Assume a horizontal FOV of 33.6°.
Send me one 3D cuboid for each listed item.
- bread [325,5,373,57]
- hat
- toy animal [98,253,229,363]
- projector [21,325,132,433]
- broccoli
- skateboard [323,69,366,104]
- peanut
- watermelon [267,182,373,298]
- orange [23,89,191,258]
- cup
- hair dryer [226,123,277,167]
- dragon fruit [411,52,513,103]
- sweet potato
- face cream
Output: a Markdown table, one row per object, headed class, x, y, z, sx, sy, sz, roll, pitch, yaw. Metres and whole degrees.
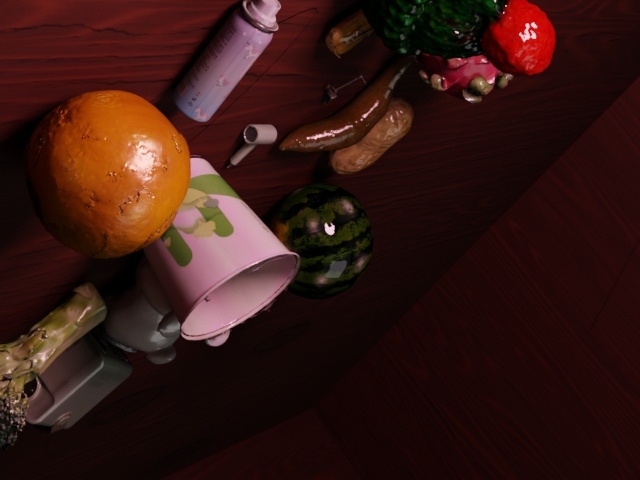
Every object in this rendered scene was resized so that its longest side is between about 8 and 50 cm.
| class | x | y | z | sx | sy | sz | roll | pitch | yaw |
| --- | --- | --- | --- | --- | --- | --- | --- | --- | --- |
| bread | 0.058 | -0.370 | 1.869 | 0.106 | 0.053 | 0.072 | -39 | 167 | -11 |
| hat | 0.230 | -0.377 | 1.716 | 0.242 | 0.332 | 0.274 | -34 | 160 | -17 |
| toy animal | -0.304 | 0.121 | 2.138 | 0.182 | 0.247 | 0.310 | 22 | 147 | -38 |
| projector | -0.537 | 0.280 | 2.200 | 0.242 | 0.163 | 0.177 | -40 | 161 | 1 |
| broccoli | -0.551 | 0.219 | 1.988 | 0.361 | 0.221 | 0.252 | -46 | 171 | -8 |
| skateboard | 0.045 | -0.297 | 2.077 | 0.083 | 0.032 | 0.064 | -30 | 171 | -16 |
| peanut | 0.103 | -0.224 | 2.267 | 0.226 | 0.095 | 0.108 | -42 | 147 | 26 |
| watermelon | -0.004 | 0.002 | 2.386 | 0.269 | 0.269 | 0.269 | -33 | 162 | -12 |
| orange | -0.306 | -0.096 | 1.544 | 0.246 | 0.246 | 0.246 | -33 | 162 | -12 |
| cup | -0.209 | 0.008 | 1.945 | 0.253 | 0.274 | 0.253 | -31 | 160 | -12 |
| hair dryer | -0.143 | -0.177 | 2.017 | 0.124 | 0.038 | 0.063 | -39 | 163 | 31 |
| dragon fruit | 0.290 | -0.375 | 2.081 | 0.218 | 0.198 | 0.273 | 2 | -159 | 19 |
| sweet potato | 0.072 | -0.257 | 2.145 | 0.346 | 0.079 | 0.108 | -39 | 151 | -6 |
| face cream | -0.142 | -0.288 | 1.653 | 0.229 | 0.075 | 0.075 | -47 | 160 | 30 |
